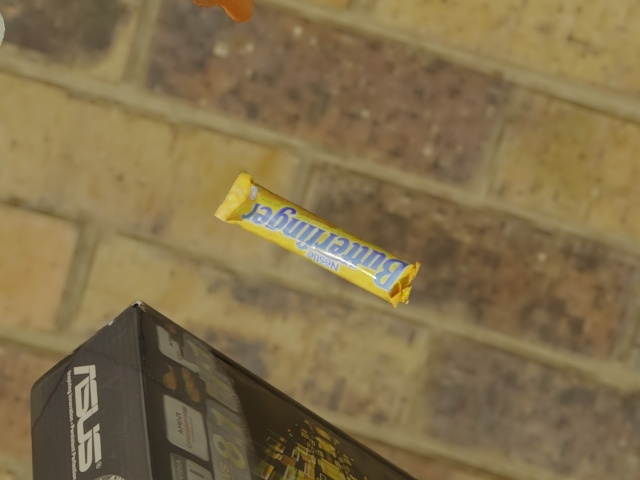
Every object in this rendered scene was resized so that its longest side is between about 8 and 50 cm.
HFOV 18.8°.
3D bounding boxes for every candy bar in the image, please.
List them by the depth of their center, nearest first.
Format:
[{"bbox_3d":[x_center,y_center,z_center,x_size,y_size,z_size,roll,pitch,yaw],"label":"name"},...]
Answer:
[{"bbox_3d":[0.000,0.000,1.416,0.161,0.040,0.018,27,172,16],"label":"candy bar"}]

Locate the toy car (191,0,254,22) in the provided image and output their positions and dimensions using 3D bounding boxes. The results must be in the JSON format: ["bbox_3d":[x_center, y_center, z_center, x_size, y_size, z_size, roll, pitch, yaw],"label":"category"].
[{"bbox_3d":[-0.022,-0.233,1.389,0.219,0.238,0.210,-6,129,52],"label":"toy car"}]

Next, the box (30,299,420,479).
[{"bbox_3d":[0.010,0.255,0.913,0.318,0.097,0.395,34,-151,-33],"label":"box"}]

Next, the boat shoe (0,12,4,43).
[{"bbox_3d":[-0.348,-0.129,1.440,0.227,0.081,0.068,-27,-149,-17],"label":"boat shoe"}]
